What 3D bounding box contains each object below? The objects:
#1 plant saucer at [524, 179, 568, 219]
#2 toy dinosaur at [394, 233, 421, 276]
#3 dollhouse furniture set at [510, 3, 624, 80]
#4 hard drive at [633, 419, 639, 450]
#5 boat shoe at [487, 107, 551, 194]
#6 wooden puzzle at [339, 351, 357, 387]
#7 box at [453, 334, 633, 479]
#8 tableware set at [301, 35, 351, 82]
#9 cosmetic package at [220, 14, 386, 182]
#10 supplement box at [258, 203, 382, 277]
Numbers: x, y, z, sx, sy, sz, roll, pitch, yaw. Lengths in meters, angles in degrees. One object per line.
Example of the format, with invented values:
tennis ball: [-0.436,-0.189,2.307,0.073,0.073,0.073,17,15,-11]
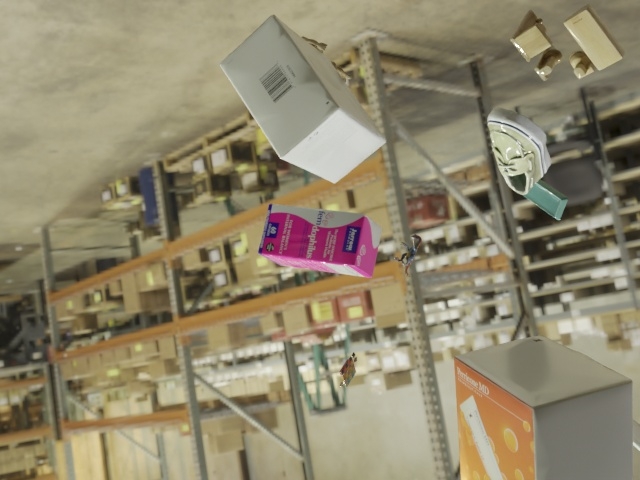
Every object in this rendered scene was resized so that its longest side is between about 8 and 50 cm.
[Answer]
plant saucer: [0.572,-0.128,2.105,0.018,0.067,0.192,-8,-144,-32]
toy dinosaur: [0.221,0.027,1.956,0.082,0.090,0.047,-38,-141,-22]
dollhouse furniture set: [0.480,-0.393,1.512,0.151,0.144,0.123,-28,-159,46]
hard drive: [0.810,0.520,1.801,0.233,0.047,0.353,37,-174,-33]
boat shoe: [0.416,-0.180,1.668,0.109,0.094,0.302,23,174,34]
wooden puzzle: [0.060,0.287,1.741,0.006,0.049,0.083,7,-140,32]
box: [0.332,0.347,1.193,0.168,0.345,0.215,-10,-166,-18]
tableware set: [-0.029,-0.314,1.581,0.168,0.141,0.020,-49,164,6]
cosmetic package: [-0.027,-0.245,1.425,0.138,0.224,0.225,-39,158,17]
supplement box: [0.000,0.000,1.631,0.220,0.111,0.114,7,168,24]
